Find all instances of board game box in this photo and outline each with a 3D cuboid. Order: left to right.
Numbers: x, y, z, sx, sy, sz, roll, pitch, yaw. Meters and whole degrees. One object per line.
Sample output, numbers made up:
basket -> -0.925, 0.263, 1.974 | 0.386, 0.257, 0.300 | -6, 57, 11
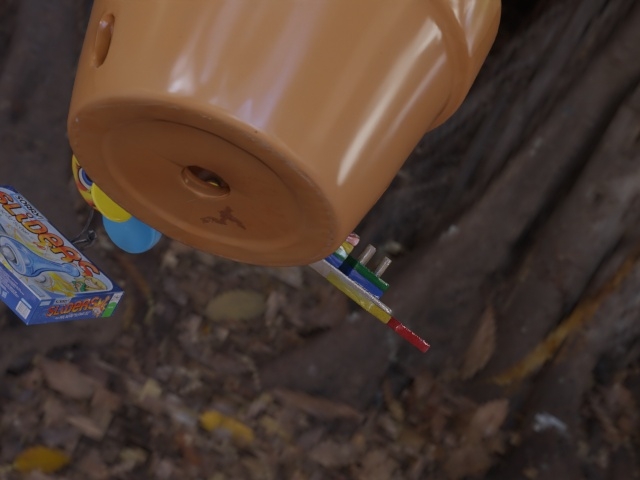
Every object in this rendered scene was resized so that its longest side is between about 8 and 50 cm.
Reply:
board game box -> -0.320, 0.012, 1.635 | 0.201, 0.035, 0.136 | 40, 21, 24

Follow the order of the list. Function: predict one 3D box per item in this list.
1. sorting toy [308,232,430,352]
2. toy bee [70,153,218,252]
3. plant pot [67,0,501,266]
sorting toy -> 0.000, 0.000, 1.309 | 0.132, 0.046, 0.274 | 37, 0, -40
toy bee -> -0.207, -0.068, 1.654 | 0.298, 0.162, 0.195 | -15, 15, 14
plant pot -> -0.042, -0.118, 1.061 | 0.291, 0.291, 0.203 | 25, 63, -5
